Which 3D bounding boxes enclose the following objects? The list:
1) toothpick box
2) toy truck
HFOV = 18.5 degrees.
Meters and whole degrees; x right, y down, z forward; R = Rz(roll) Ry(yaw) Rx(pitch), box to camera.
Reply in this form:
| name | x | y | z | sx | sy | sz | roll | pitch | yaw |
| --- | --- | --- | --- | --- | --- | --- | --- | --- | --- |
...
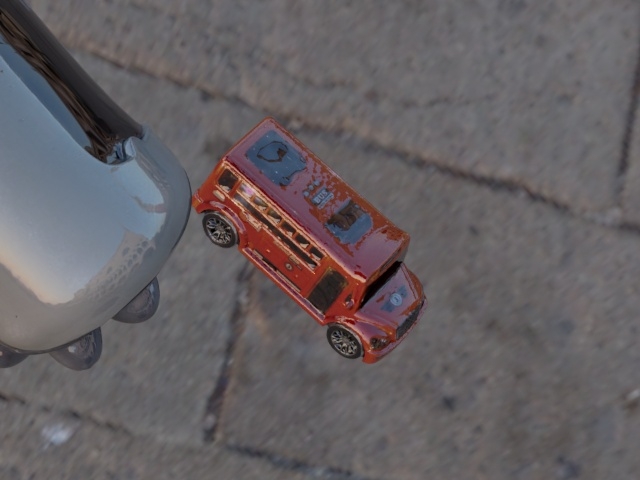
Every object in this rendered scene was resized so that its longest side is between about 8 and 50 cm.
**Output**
| name | x | y | z | sx | sy | sz | roll | pitch | yaw |
| --- | --- | --- | --- | --- | --- | --- | --- | --- | --- |
| toothpick box | -0.244 | -0.044 | 1.504 | 0.316 | 0.229 | 0.229 | 48 | 64 | -16 |
| toy truck | 0.000 | 0.000 | 1.955 | 0.252 | 0.114 | 0.107 | 41 | 51 | 5 |
